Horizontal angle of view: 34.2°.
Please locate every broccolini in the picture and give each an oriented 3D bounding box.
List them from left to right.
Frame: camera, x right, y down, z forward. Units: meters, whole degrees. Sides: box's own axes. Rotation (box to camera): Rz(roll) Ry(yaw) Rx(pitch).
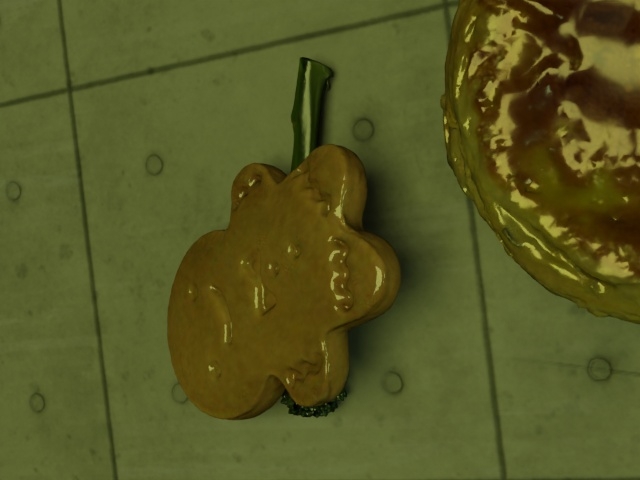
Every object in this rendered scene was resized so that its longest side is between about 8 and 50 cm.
[{"bbox_3d":[0.000,0.000,1.133,0.079,0.074,0.392,-168,81,-67],"label":"broccolini"}]

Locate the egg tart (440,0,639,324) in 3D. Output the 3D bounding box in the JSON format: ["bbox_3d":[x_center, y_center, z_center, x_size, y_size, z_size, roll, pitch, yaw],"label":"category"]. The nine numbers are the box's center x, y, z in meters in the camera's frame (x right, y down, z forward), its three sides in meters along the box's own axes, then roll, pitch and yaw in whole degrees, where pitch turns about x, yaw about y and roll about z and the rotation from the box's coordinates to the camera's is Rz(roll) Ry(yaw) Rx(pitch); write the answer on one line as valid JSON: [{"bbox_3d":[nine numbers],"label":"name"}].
[{"bbox_3d":[0.319,-0.138,0.901,0.443,0.178,0.443,1,91,28],"label":"egg tart"}]

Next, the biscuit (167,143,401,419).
[{"bbox_3d":[-0.060,0.055,1.103,0.355,0.052,0.275,-35,62,40],"label":"biscuit"}]
